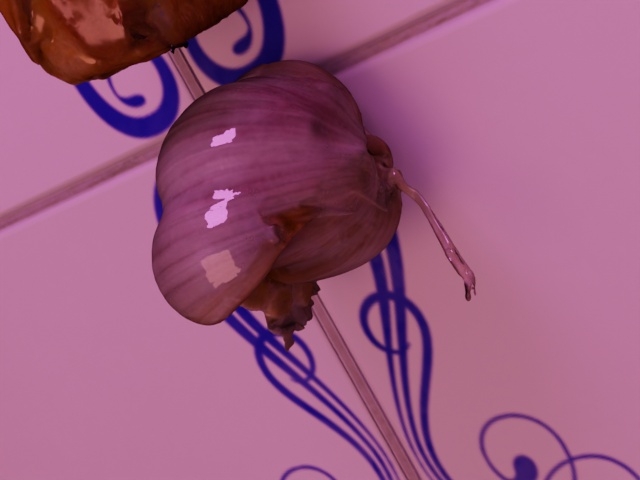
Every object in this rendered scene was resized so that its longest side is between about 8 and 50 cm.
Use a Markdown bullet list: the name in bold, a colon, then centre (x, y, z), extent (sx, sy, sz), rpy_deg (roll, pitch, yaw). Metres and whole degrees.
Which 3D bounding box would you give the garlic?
- **garlic**: centre (0.000, 0.000, 1.066), extent (0.256, 0.207, 0.207), rpy_deg (32, 129, 16)

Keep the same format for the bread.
- **bread**: centre (-0.179, -0.279, 1.004), extent (0.148, 0.195, 0.344), rpy_deg (-8, 109, 29)
